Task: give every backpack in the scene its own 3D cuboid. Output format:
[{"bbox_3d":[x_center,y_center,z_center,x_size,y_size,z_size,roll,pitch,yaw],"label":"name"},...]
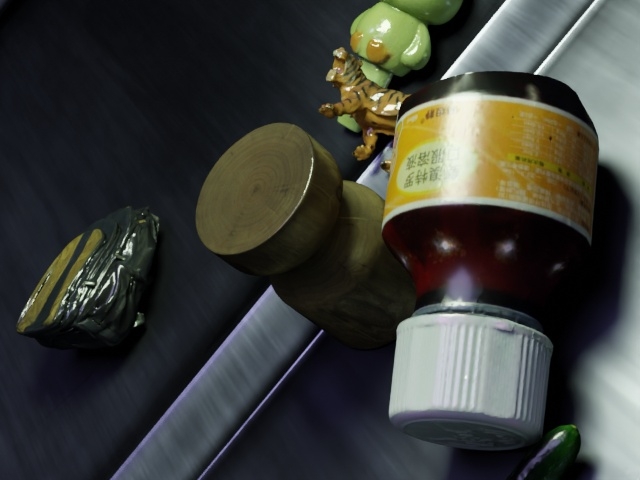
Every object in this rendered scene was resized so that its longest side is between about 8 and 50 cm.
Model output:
[{"bbox_3d":[-0.326,0.053,2.041,0.206,0.133,0.258,-11,49,48],"label":"backpack"}]

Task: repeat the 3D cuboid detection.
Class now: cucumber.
[{"bbox_3d":[0.177,0.302,1.449,0.284,0.056,0.056,-49,41,12],"label":"cucumber"}]

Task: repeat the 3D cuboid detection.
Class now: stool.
[{"bbox_3d":[0.000,0.000,1.663,0.179,0.264,0.179,-24,48,29],"label":"stool"}]

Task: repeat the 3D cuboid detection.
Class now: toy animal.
[{"bbox_3d":[0.122,-0.164,1.813,0.255,0.114,0.116,14,57,22],"label":"toy animal"}]

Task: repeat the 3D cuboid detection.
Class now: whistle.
[{"bbox_3d":[0.096,-0.296,1.886,0.141,0.141,0.294,31,86,49],"label":"whistle"}]

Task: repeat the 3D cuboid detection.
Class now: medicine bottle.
[{"bbox_3d":[0.186,0.026,1.515,0.242,0.242,0.395,-13,62,36],"label":"medicine bottle"}]
